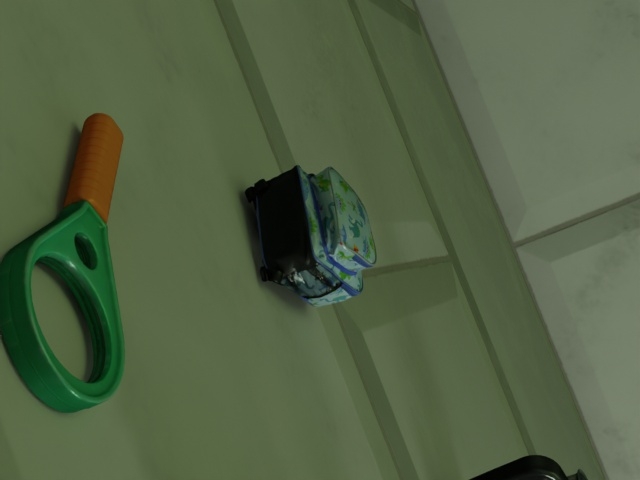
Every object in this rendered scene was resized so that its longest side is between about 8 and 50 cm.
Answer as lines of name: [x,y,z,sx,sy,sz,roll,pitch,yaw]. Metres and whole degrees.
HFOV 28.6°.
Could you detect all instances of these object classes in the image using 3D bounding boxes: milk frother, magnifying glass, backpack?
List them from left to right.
magnifying glass: [-0.137,0.002,0.716,0.092,0.026,0.231,56,18,-35]
backpack: [0.000,0.000,1.065,0.114,0.084,0.105,47,27,-58]
milk frother: [0.210,0.303,1.248,0.129,0.135,0.143,52,22,-42]
